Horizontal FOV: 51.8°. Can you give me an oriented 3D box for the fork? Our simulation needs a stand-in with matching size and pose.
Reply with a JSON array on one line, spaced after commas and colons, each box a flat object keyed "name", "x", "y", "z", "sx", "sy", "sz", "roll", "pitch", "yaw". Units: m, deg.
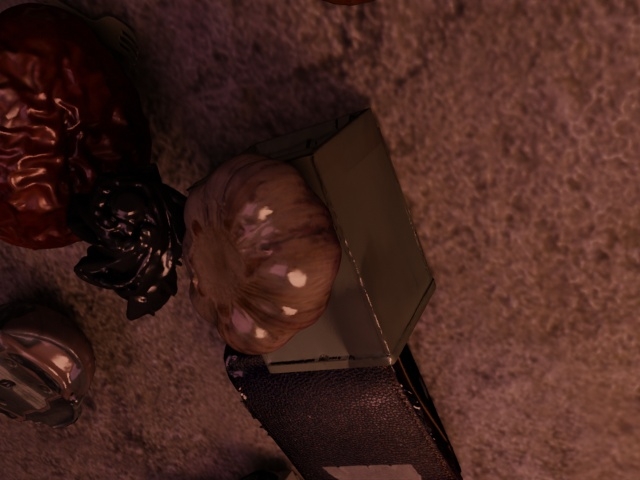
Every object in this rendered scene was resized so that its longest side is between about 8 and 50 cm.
[{"name": "fork", "x": -0.281, "y": -0.254, "z": 0.725, "sx": 0.219, "sy": 0.028, "sz": 0.034, "roll": 31, "pitch": 131, "yaw": 10}]

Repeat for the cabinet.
[{"name": "cabinet", "x": 0.000, "y": 0.000, "z": 0.656, "sx": 0.145, "sy": 0.150, "sz": 0.206, "roll": -11, "pitch": 110, "yaw": 32}]

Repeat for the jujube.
[{"name": "jujube", "x": -0.292, "y": -0.113, "z": 0.680, "sx": 0.213, "sy": 0.213, "sz": 0.232, "roll": -3, "pitch": 127, "yaw": 24}]

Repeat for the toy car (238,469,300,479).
[{"name": "toy car", "x": -0.118, "y": 0.435, "z": 0.952, "sx": 0.301, "sy": 0.118, "sz": 0.193, "roll": -30, "pitch": 93, "yaw": 33}]

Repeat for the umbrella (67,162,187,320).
[{"name": "umbrella", "x": -0.200, "y": 0.026, "z": 0.711, "sx": 0.118, "sy": 0.118, "sz": 0.340, "roll": 39, "pitch": 158, "yaw": 1}]

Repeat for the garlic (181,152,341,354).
[{"name": "garlic", "x": -0.047, "y": 0.009, "z": 0.532, "sx": 0.147, "sy": 0.102, "sz": 0.159, "roll": 13, "pitch": 109, "yaw": 37}]

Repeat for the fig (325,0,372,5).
[{"name": "fig", "x": 0.007, "y": -0.277, "z": 0.508, "sx": 0.148, "sy": 0.202, "sz": 0.149, "roll": -10, "pitch": 76, "yaw": 13}]

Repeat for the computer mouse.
[{"name": "computer mouse", "x": -0.437, "y": 0.175, "z": 0.960, "sx": 0.389, "sy": 0.115, "sz": 0.199, "roll": -20, "pitch": 117, "yaw": 42}]

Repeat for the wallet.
[{"name": "wallet", "x": 0.031, "y": 0.204, "z": 0.801, "sx": 0.221, "sy": 0.071, "sz": 0.262, "roll": -14, "pitch": 116, "yaw": 28}]
